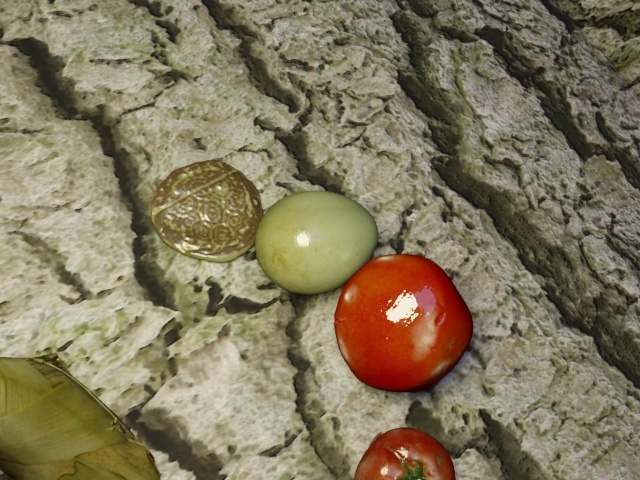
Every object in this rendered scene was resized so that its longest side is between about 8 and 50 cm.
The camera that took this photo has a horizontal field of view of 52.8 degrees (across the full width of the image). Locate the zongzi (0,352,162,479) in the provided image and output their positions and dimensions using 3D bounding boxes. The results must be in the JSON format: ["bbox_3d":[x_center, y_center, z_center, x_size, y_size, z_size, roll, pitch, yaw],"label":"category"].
[{"bbox_3d":[-0.370,0.342,0.991,0.447,0.418,0.181,40,70,4],"label":"zongzi"}]

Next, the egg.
[{"bbox_3d":[0.000,0.000,1.371,0.296,0.218,0.218,-14,72,-41],"label":"egg"}]

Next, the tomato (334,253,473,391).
[{"bbox_3d":[0.182,0.173,1.318,0.299,0.226,0.298,-9,104,-37],"label":"tomato"}]

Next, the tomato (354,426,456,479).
[{"bbox_3d":[0.183,0.489,1.299,0.225,0.085,0.224,7,68,-18],"label":"tomato"}]

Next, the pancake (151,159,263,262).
[{"bbox_3d":[-0.240,-0.064,1.413,0.250,0.031,0.249,8,64,-16],"label":"pancake"}]
